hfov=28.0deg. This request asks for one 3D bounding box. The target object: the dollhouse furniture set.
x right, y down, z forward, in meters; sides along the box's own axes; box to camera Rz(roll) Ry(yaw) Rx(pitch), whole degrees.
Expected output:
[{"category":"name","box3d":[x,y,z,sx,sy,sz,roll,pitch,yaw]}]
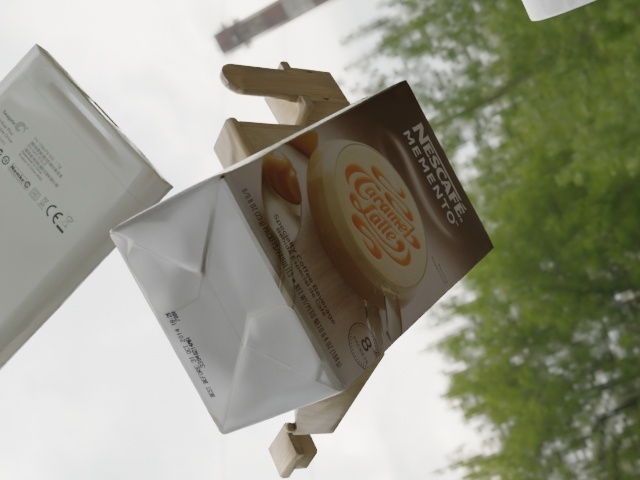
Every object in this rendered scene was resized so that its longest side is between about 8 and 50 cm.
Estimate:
[{"category":"dollhouse furniture set","box3d":[-0.074,0.033,1.390,0.173,0.356,0.303,2,-137,-33]}]

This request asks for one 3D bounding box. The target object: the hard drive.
[{"category":"hard drive","box3d":[-0.352,-0.009,1.378,0.233,0.353,0.047,46,-176,23]}]

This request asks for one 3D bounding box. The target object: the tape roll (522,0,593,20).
[{"category":"tape roll","box3d":[0.280,-0.336,1.227,0.169,0.246,0.246,64,-158,-8]}]

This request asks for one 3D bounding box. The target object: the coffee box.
[{"category":"coffee box","box3d":[0.000,0.000,0.819,0.141,0.098,0.246,62,-147,-5]}]
